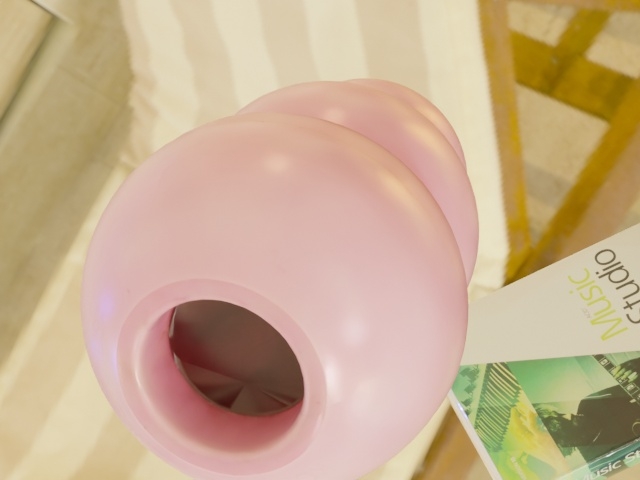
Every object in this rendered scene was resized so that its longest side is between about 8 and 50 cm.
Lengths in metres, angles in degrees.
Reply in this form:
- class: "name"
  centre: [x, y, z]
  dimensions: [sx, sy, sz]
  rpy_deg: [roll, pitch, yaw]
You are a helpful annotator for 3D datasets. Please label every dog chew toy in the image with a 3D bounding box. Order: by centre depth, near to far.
- class: "dog chew toy"
  centre: [0.000, 0.000, 0.814]
  dimensions: [0.206, 0.207, 0.332]
  rpy_deg: [-25, 14, 27]

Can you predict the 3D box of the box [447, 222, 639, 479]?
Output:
- class: "box"
  centre: [0.288, 0.118, 1.427]
  dimensions: [0.322, 0.058, 0.232]
  rpy_deg: [-26, 50, -3]
